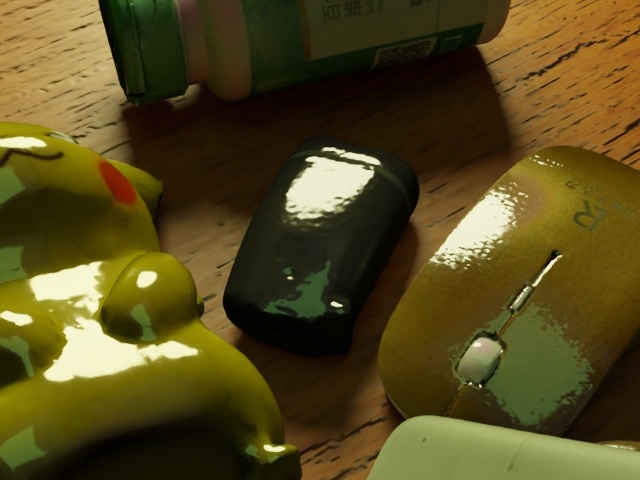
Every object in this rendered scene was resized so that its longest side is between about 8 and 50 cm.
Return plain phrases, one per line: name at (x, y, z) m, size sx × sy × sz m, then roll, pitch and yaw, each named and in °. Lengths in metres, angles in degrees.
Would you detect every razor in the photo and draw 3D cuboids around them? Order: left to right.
razor at (0.000, 0.000, 0.679) m, size 0.090 × 0.054 × 0.148 m, roll 15°, pitch 52°, yaw 16°

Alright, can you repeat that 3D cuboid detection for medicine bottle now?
medicine bottle at (-0.015, -0.175, 0.768) m, size 0.274 × 0.133 × 0.133 m, roll -15°, pitch 53°, yaw -11°

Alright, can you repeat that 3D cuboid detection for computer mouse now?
computer mouse at (0.137, 0.027, 0.660) m, size 0.126 × 0.056 × 0.245 m, roll 32°, pitch 59°, yaw 23°

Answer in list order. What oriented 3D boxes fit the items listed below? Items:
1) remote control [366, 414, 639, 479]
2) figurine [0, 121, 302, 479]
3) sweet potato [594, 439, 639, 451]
remote control at (0.116, 0.128, 0.466) m, size 0.310 × 0.038 × 0.090 m, roll -3°, pitch 54°, yaw 56°
figurine at (-0.135, 0.046, 0.575) m, size 0.218 × 0.169 × 0.326 m, roll -11°, pitch 53°, yaw -29°
sweet potato at (0.215, 0.136, 0.585) m, size 0.153 × 0.038 × 0.041 m, roll 23°, pitch 77°, yaw 6°
